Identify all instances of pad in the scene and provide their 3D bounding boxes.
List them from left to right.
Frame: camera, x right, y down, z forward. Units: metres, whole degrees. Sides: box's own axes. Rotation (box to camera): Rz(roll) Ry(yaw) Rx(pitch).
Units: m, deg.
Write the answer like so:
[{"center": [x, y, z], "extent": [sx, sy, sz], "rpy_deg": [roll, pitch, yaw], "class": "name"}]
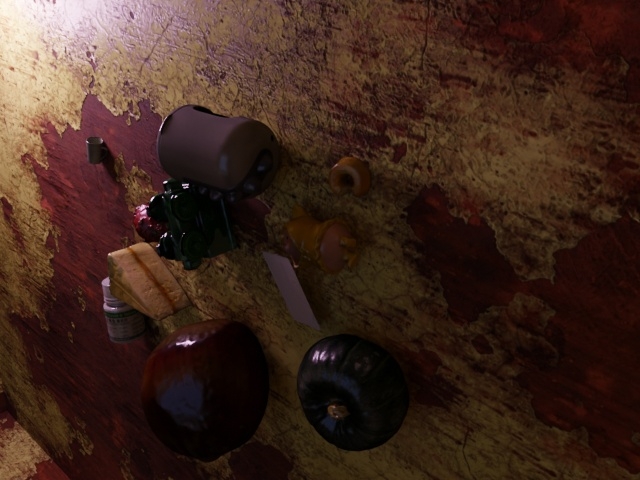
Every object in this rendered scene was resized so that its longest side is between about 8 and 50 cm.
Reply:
[{"center": [-0.080, 0.133, 1.515], "extent": [0.156, 0.004, 0.232], "rpy_deg": [11, 128, 59], "class": "pad"}]

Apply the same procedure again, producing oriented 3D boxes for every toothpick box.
[{"center": [-0.248, -0.211, 1.438], "extent": [0.316, 0.229, 0.229], "rpy_deg": [20, 119, 33], "class": "toothpick box"}]

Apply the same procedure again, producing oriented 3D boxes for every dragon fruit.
[{"center": [-0.537, -0.058, 1.821], "extent": [0.166, 0.136, 0.133], "rpy_deg": [29, 167, 35], "class": "dragon fruit"}]

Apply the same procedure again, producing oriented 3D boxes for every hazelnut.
[{"center": [-0.341, 0.438, 1.677], "extent": [0.420, 0.353, 0.421], "rpy_deg": [-12, 61, 21], "class": "hazelnut"}]

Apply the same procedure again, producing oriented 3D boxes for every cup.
[{"center": [-0.784, -0.315, 1.986], "extent": [0.054, 0.074, 0.083], "rpy_deg": [-109, 27, -49], "class": "cup"}]

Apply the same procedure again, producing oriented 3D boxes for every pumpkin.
[{"center": [0.074, 0.384, 1.408], "extent": [0.300, 0.207, 0.300], "rpy_deg": [15, 120, 27], "class": "pumpkin"}]

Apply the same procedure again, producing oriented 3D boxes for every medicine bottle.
[{"center": [-0.734, 0.253, 2.104], "extent": [0.139, 0.139, 0.237], "rpy_deg": [13, 115, 37], "class": "medicine bottle"}]

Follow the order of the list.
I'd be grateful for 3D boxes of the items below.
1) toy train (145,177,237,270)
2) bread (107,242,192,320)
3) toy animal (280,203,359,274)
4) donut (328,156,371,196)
[{"center": [-0.371, -0.055, 1.619], "extent": [0.145, 0.202, 0.266], "rpy_deg": [-1, 107, 40], "class": "toy train"}, {"center": [-0.570, 0.131, 1.899], "extent": [0.264, 0.167, 0.163], "rpy_deg": [20, 119, 30], "class": "bread"}, {"center": [0.000, 0.004, 1.376], "extent": [0.229, 0.156, 0.156], "rpy_deg": [21, 120, 45], "class": "toy animal"}, {"center": [0.064, -0.146, 1.320], "extent": [0.108, 0.043, 0.097], "rpy_deg": [-2, 106, 37], "class": "donut"}]
